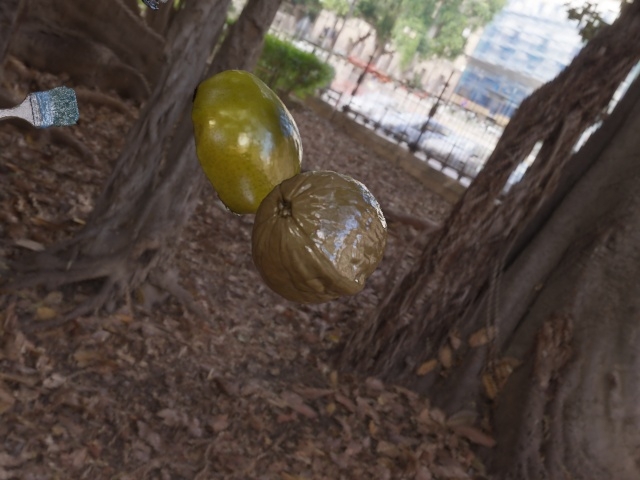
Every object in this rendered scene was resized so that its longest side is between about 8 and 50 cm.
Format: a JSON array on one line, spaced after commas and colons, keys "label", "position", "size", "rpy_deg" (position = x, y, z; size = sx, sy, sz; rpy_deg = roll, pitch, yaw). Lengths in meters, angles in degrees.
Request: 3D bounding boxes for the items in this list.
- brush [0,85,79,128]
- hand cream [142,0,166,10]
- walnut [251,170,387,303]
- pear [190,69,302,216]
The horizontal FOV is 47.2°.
[{"label": "brush", "position": [-0.512, -0.217, 1.236], "size": [0.196, 0.070, 0.021], "rpy_deg": [-10, -1, -16]}, {"label": "hand cream", "position": [-0.290, -0.578, 1.490], "size": [0.080, 0.234, 0.050], "rpy_deg": [32, 15, -18]}, {"label": "walnut", "position": [0.000, 0.000, 1.175], "size": [0.228, 0.228, 0.228], "rpy_deg": [25, 13, -6]}, {"label": "pear", "position": [-0.163, -0.270, 1.921], "size": [0.191, 0.386, 0.340], "rpy_deg": [-18, -3, 29]}]
